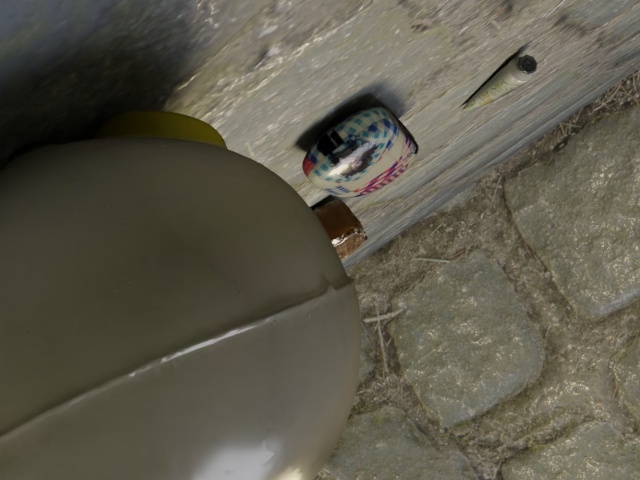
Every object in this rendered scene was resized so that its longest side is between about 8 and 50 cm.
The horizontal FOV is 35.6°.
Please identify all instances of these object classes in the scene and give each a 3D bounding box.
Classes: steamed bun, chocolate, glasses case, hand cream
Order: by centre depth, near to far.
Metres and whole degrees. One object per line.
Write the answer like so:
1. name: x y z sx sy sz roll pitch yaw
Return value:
1. steamed bun: -0.133 0.080 0.714 0.334 0.334 0.374 -32 175 -9
2. glasses case: 0.058 -0.110 1.298 0.125 0.076 0.327 -33 173 10
3. hand cream: 0.288 -0.246 1.596 0.067 0.042 0.194 -33 178 -19
4. chocolate: 0.000 0.000 1.788 0.148 0.093 0.214 -31 173 -5
